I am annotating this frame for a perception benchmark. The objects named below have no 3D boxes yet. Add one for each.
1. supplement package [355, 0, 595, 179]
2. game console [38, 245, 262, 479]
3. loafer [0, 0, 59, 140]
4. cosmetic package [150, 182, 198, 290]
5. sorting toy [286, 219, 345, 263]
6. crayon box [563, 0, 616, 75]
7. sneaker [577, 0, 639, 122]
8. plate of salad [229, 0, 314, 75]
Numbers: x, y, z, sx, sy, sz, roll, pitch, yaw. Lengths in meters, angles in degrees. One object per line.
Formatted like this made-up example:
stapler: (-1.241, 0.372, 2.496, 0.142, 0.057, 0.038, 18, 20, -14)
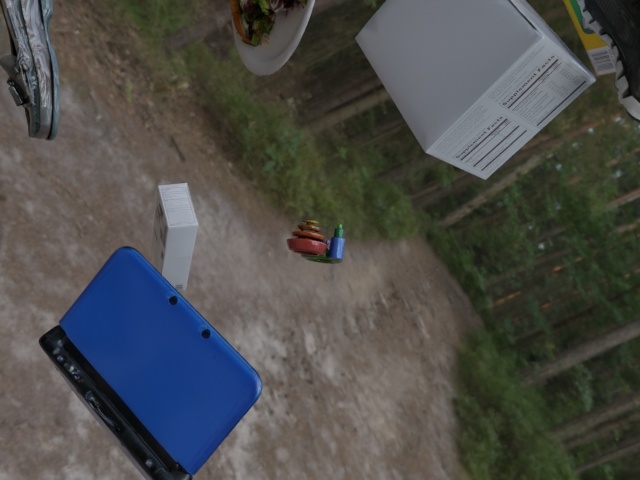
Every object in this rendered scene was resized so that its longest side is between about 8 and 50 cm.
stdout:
supplement package: (0.204, -0.258, 0.961, 0.145, 0.204, 0.261, 16, 39, -42)
game console: (-0.230, 0.201, 0.955, 0.293, 0.173, 0.250, 42, -26, 20)
loafer: (-0.435, -0.278, 0.991, 0.096, 0.084, 0.267, 4, -82, 53)
cosmetic package: (-0.289, 0.001, 1.328, 0.239, 0.060, 0.099, 114, -36, -52)
sorting toy: (0.000, 0.000, 0.817, 0.102, 0.061, 0.042, 32, 64, -68)
crayon box: (0.446, -0.382, 0.997, 0.278, 0.165, 0.081, 47, 54, -35)
sneaker: (0.386, -0.267, 0.825, 0.106, 0.078, 0.234, 126, -48, -67)
plate of salad: (-0.057, -0.268, 0.686, 0.048, 0.200, 0.199, 1, 53, -31)
